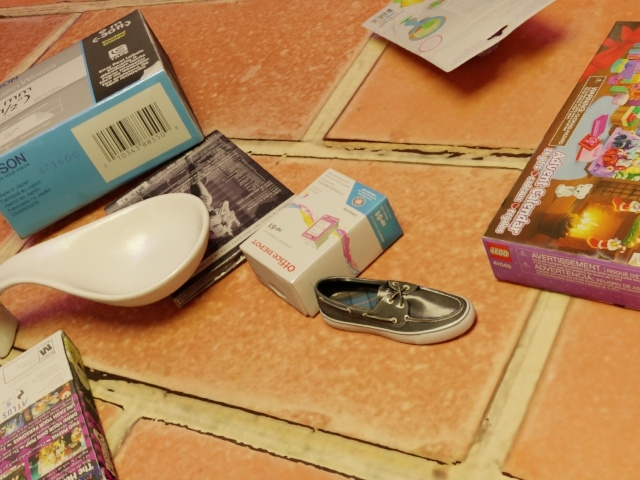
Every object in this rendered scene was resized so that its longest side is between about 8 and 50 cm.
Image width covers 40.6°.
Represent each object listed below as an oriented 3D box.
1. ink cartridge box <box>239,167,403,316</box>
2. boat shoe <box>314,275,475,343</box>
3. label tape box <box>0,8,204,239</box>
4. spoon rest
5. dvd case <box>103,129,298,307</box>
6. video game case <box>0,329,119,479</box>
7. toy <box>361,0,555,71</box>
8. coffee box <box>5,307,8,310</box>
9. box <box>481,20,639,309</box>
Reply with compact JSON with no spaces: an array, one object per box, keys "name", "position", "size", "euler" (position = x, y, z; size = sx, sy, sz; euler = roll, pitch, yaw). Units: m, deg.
[{"name":"ink cartridge box","position":[0.000,0.000,0.802],"size":[0.122,0.052,0.088],"euler":[-43,42,-15]},{"name":"boat shoe","position":[0.057,0.054,0.721],"size":[0.142,0.040,0.049],"euler":[1,47,30]},{"name":"label tape box","position":[-0.311,-0.181,1.118],"size":[0.249,0.115,0.348],"euler":[-29,38,-1]},{"name":"spoon rest","position":[-0.231,0.031,0.856],"size":[0.276,0.084,0.137],"euler":[-24,40,16]},{"name":"dvd case","position":[-0.130,-0.033,0.939],"size":[0.164,0.018,0.221],"euler":[-37,40,-11]},{"name":"video game case","position":[-0.300,0.209,0.759],"size":[0.232,0.042,0.210],"euler":[-33,39,-6]},{"name":"toy","position":[0.152,-0.240,0.969],"size":[0.137,0.056,0.237],"euler":[-35,35,-2]},{"name":"coffee box","position":[-0.441,0.115,0.940],"size":[0.113,0.040,0.184],"euler":[22,60,43]},{"name":"box","position":[0.288,-0.072,0.709],"size":[0.201,0.057,0.293],"euler":[13,54,37]}]
